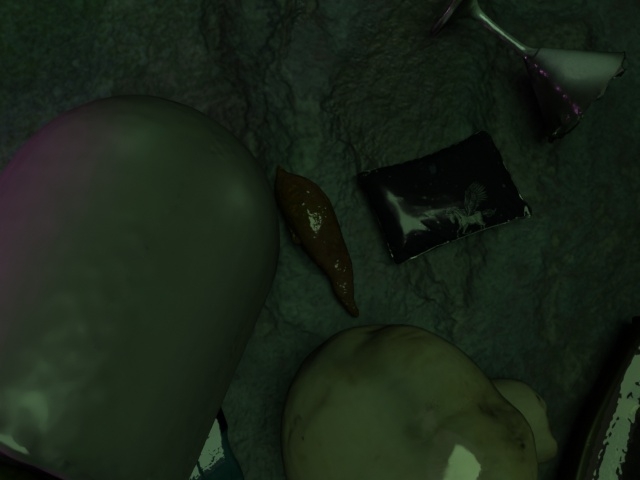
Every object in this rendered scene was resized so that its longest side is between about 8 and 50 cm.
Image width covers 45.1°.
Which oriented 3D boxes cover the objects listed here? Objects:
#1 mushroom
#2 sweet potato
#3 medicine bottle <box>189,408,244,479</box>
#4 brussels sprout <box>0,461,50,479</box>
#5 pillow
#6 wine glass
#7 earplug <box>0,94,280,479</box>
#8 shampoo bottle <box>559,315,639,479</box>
[{"bbox_3d":[0.131,0.241,0.903,0.336,0.314,0.314,1,81,-42],"label":"mushroom"},{"bbox_3d":[0.001,-0.002,0.985,0.068,0.068,0.226,-28,89,-14],"label":"sweet potato"},{"bbox_3d":[-0.202,0.291,0.894,0.258,0.079,0.124,-36,95,-13],"label":"medicine bottle"},{"bbox_3d":[-0.330,0.287,0.776,0.183,0.145,0.131,20,88,-4],"label":"brussels sprout"},{"bbox_3d":[0.168,-0.060,1.034,0.208,0.055,0.141,-21,79,-15],"label":"pillow"},{"bbox_3d":[0.271,-0.259,1.039,0.232,0.156,0.156,37,77,-2],"label":"wine glass"},{"bbox_3d":[-0.214,0.048,0.804,0.313,0.312,0.394,27,65,-7],"label":"earplug"},{"bbox_3d":[0.397,0.273,1.020,0.126,0.084,0.350,22,78,-11],"label":"shampoo bottle"}]
